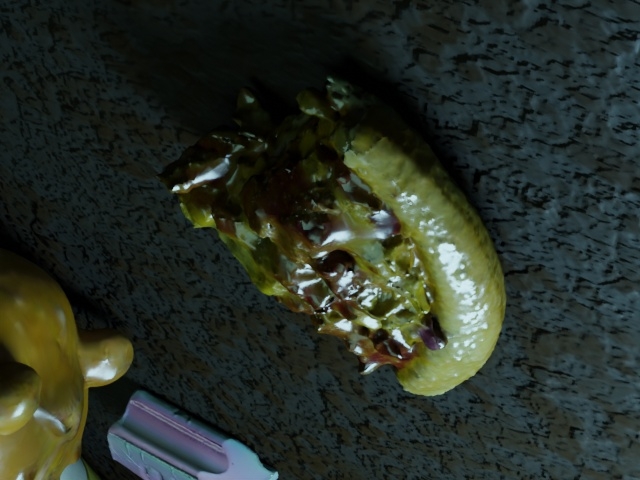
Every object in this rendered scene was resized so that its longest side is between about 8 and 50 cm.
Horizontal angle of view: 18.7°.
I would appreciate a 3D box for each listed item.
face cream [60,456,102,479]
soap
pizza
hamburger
[{"bbox_3d":[-0.313,0.304,1.961,0.218,0.218,0.179,12,150,38],"label":"face cream"},{"bbox_3d":[-0.111,0.201,1.728,0.149,0.056,0.100,28,158,11],"label":"soap"},{"bbox_3d":[0.000,0.000,1.183,0.229,0.081,0.289,21,155,24],"label":"pizza"},{"bbox_3d":[-0.294,0.121,1.572,0.237,0.276,0.276,11,150,19],"label":"hamburger"}]
